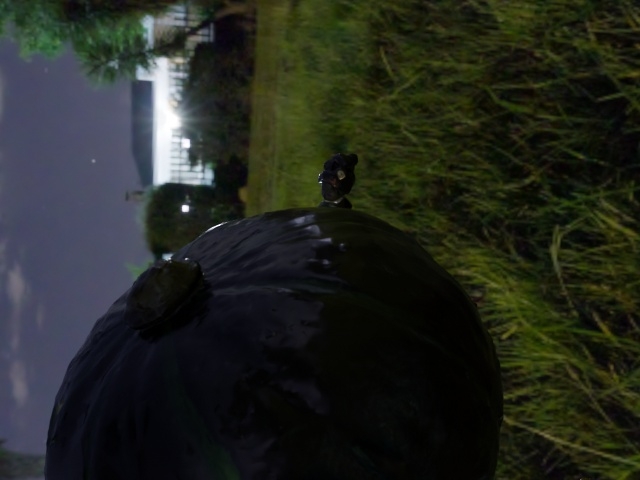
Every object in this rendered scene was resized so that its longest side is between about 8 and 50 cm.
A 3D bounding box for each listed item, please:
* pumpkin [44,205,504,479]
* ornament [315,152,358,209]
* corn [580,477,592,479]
[{"bbox_3d":[-0.043,0.104,0.452,0.238,0.315,0.315,53,-167,-22],"label":"pumpkin"},{"bbox_3d":[-0.008,0.003,0.693,0.088,0.081,0.203,50,143,44],"label":"ornament"},{"bbox_3d":[0.244,0.420,0.839,0.318,0.115,0.115,-44,13,8],"label":"corn"}]
